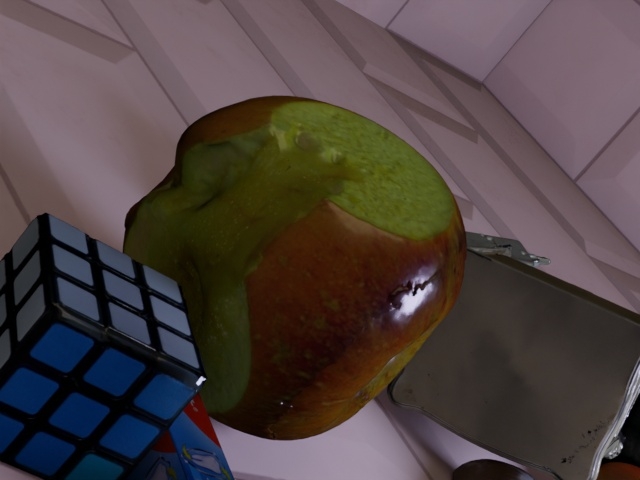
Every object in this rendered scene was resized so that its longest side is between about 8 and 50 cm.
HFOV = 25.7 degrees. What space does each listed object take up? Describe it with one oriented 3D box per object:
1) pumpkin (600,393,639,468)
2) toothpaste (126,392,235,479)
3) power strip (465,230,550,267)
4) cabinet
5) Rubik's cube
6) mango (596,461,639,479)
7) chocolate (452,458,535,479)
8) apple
[{"bbox_3d":[0.507,0.329,2.073,0.216,0.250,0.250,-23,57,-27],"label":"pumpkin"},{"bbox_3d":[-0.136,0.202,1.290,0.066,0.076,0.320,23,24,-37],"label":"toothpaste"},{"bbox_3d":[0.275,0.027,2.446,0.288,0.053,0.093,10,28,-22],"label":"power strip"},{"bbox_3d":[0.295,0.159,1.900,0.290,0.227,0.318,24,8,18],"label":"cabinet"},{"bbox_3d":[-0.217,0.103,1.227,0.161,0.162,0.163,31,19,-29],"label":"Rubik's cube"},{"bbox_3d":[0.469,0.424,1.918,0.289,0.129,0.146,53,17,14],"label":"mango"},{"bbox_3d":[0.238,0.347,1.695,0.157,0.080,0.254,39,18,-5],"label":"chocolate"},{"bbox_3d":[-0.038,0.015,1.481,0.374,0.374,0.384,44,3,12],"label":"apple"}]
